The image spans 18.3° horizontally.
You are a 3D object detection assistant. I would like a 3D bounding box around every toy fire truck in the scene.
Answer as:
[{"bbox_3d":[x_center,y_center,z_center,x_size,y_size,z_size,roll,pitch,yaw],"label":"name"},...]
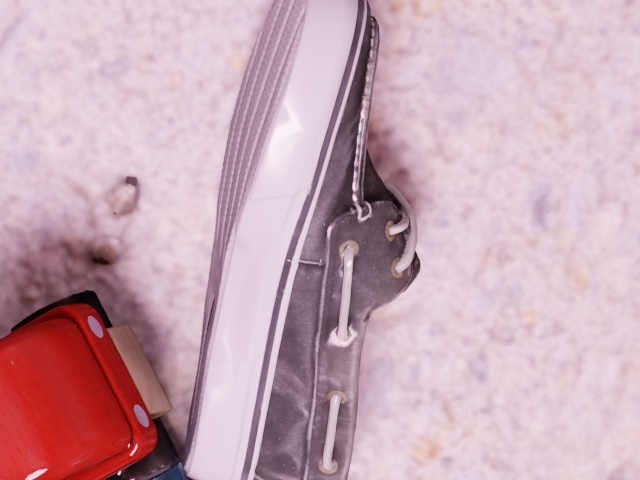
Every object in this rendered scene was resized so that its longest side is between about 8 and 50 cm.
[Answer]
[{"bbox_3d":[-0.228,0.110,1.104,0.217,0.246,0.158,-30,83,15],"label":"toy fire truck"}]

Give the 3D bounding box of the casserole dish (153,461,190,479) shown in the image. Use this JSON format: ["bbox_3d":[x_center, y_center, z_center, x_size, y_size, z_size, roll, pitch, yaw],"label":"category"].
[{"bbox_3d":[-0.127,0.181,1.255,0.114,0.037,0.188,-21,104,7],"label":"casserole dish"}]

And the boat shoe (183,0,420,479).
[{"bbox_3d":[0.000,0.000,1.171,0.119,0.121,0.335,7,119,-10],"label":"boat shoe"}]
